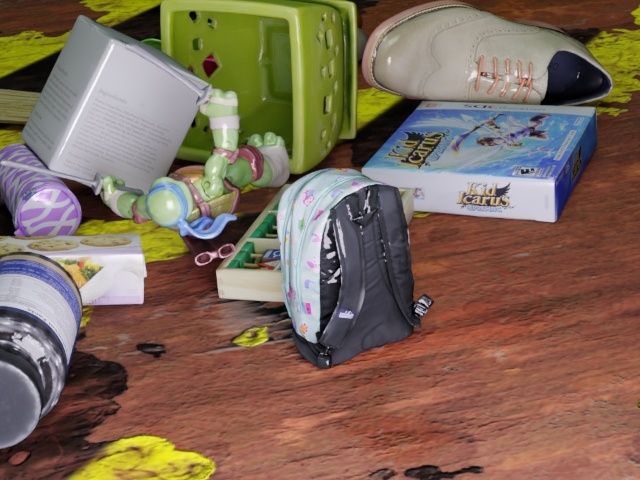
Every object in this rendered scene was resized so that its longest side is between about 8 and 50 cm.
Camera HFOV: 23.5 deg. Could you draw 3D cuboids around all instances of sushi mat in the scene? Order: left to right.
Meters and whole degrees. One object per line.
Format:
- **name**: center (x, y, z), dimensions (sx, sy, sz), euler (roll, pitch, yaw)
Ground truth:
- **sushi mat**: center (-0.402, -0.199, 2.350), dimensions (0.316, 0.019, 0.151), euler (6, 24, 22)

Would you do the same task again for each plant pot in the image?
- **plant pot**: center (-0.068, -0.229, 2.112), dimensions (0.227, 0.228, 0.207), euler (9, 19, 30)

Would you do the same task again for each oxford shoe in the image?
- **oxford shoe**: center (0.241, -0.249, 2.138), dimensions (0.397, 0.140, 0.146), euler (-6, 26, -34)

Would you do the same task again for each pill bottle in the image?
- **pill bottle**: center (-0.300, 0.105, 1.478), dimensions (0.123, 0.123, 0.219), euler (-4, 23, 0)

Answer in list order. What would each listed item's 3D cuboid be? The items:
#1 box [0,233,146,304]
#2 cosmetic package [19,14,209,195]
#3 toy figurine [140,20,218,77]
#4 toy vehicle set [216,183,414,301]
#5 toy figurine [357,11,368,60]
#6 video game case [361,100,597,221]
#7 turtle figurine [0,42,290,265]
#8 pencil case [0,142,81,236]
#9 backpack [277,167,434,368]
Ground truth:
- **box**: center (-0.354, 0.035, 1.681), dimensions (0.324, 0.063, 0.067), euler (-1, 21, -11)
- **cosmetic package**: center (-0.266, -0.166, 1.974), dimensions (0.151, 0.183, 0.151), euler (23, 9, -31)
- **toy figurine**: center (-0.221, -0.237, 2.295), dimensions (0.173, 0.130, 0.159), euler (3, 33, 12)
- **toy vehicle set**: center (0.000, 0.000, 1.783), dimensions (0.166, 0.035, 0.267), euler (2, 24, 16)
- **toy figurine**: center (0.019, -0.409, 2.532), dimensions (0.148, 0.213, 0.209), euler (6, 21, 1)
- **video game case**: center (0.209, -0.108, 1.970), dimensions (0.244, 0.061, 0.269), euler (3, 24, 20)
- **turtle figurine**: center (-0.163, -0.105, 1.780), dimensions (0.275, 0.198, 0.266), euler (30, 12, 17)
- **pencil case**: center (-0.364, -0.056, 1.933), dimensions (0.088, 0.086, 0.206), euler (-42, 29, -3)
- **backpack**: center (0.024, 0.020, 1.544), dimensions (0.152, 0.182, 0.115), euler (-23, 29, -35)
